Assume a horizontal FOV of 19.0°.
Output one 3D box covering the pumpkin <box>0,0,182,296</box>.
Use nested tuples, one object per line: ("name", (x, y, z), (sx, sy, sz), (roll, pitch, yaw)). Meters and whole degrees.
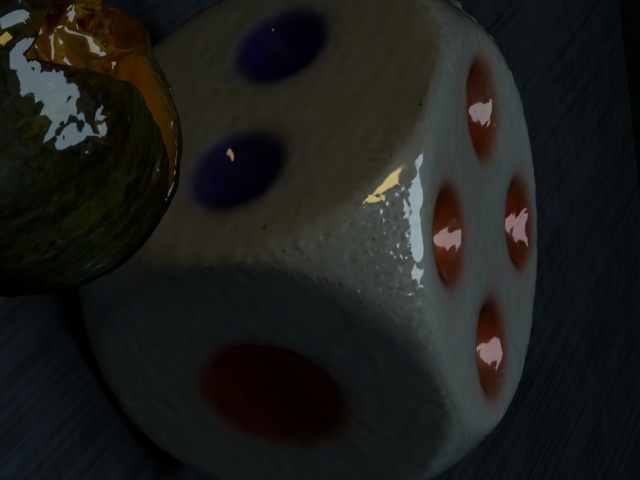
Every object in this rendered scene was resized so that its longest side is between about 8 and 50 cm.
("pumpkin", (-0.167, -0.085, 0.910), (0.238, 0.159, 0.238), (57, 16, -27))

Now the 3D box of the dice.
("dice", (0.000, 0.000, 1.225), (0.259, 0.243, 0.251), (62, 33, -44))
